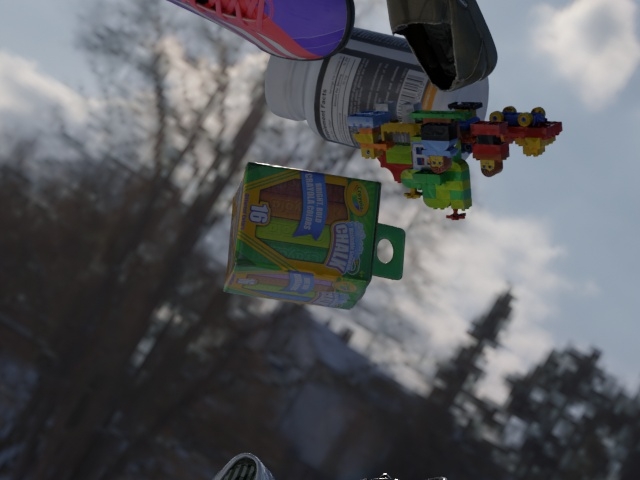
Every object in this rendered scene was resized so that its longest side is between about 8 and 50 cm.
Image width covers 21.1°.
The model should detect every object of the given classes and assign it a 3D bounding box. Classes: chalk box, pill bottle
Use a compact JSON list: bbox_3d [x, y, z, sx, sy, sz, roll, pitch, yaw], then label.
[{"bbox_3d":[0.000,0.000,2.071,0.213,0.132,0.132,7,-18,-7],"label":"chalk box"},{"bbox_3d":[0.076,-0.202,2.338,0.278,0.162,0.162,16,-18,25],"label":"pill bottle"}]

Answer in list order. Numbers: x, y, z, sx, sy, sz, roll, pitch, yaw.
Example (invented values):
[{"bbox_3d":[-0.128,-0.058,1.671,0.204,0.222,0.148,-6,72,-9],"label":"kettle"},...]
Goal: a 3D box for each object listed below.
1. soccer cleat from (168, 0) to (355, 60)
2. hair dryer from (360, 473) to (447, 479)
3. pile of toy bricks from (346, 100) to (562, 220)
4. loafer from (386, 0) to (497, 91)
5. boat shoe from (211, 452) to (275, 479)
[{"bbox_3d":[-0.103,-0.258,1.710,0.318,0.108,0.116,31,23,35],"label":"soccer cleat"},{"bbox_3d":[-0.010,0.256,1.671,0.294,0.080,0.223,-5,-33,12],"label":"hair dryer"},{"bbox_3d":[0.120,-0.072,1.647,0.212,0.105,0.118,5,18,37],"label":"pile of toy bricks"},{"bbox_3d":[0.119,-0.275,1.940,0.094,0.087,0.251,-13,-64,42],"label":"loafer"},{"bbox_3d":[-0.110,0.290,1.530,0.083,0.226,0.076,15,-25,15],"label":"boat shoe"}]
